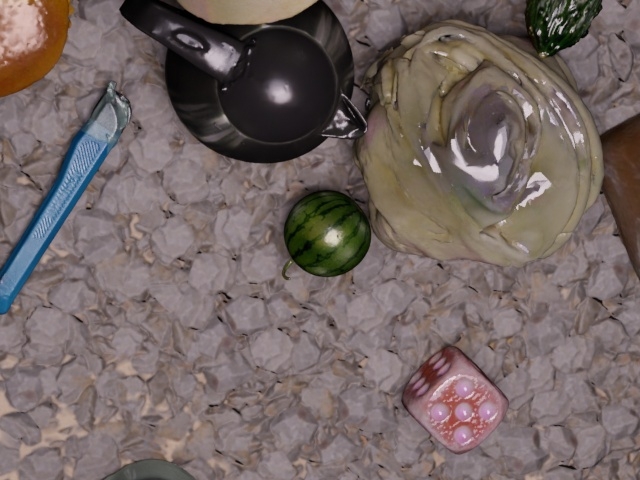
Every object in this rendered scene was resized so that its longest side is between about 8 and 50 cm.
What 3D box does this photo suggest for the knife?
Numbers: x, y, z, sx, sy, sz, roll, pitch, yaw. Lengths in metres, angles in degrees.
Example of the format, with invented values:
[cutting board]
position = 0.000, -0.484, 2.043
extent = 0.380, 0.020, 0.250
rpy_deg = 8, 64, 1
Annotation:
[knife]
position = -0.294, -0.044, 1.944
extent = 0.044, 0.026, 0.296
rpy_deg = 32, 97, -9

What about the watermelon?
[watermelon]
position = 0.004, -0.006, 1.958
extent = 0.109, 0.109, 0.109
rpy_deg = -1, 101, -8

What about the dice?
[dice]
position = 0.155, 0.185, 2.013
extent = 0.094, 0.093, 0.091
rpy_deg = -44, 103, 1

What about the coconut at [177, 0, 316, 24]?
[coconut]
position = -0.068, -0.338, 1.675
extent = 0.239, 0.244, 0.239
rpy_deg = -2, 71, 5

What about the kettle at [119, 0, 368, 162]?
[kettle]
position = -0.064, -0.189, 1.822
extent = 0.207, 0.271, 0.251
rpy_deg = -29, 104, -2

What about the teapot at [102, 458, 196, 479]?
[teapot]
position = -0.167, 0.346, 1.933
extent = 0.203, 0.225, 0.171
rpy_deg = 19, 100, -12

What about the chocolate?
[chocolate]
position = 0.428, -0.029, 2.017
extent = 0.157, 0.080, 0.254
rpy_deg = -27, 103, -2

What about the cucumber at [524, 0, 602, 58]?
[cucumber]
position = 0.314, -0.361, 1.910
extent = 0.096, 0.096, 0.359
rpy_deg = 23, 89, -11

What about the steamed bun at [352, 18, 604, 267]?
[steamed bun]
position = 0.183, -0.099, 1.907
extent = 0.280, 0.207, 0.268
rpy_deg = 8, 99, -11

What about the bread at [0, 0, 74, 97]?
[bread]
position = -0.404, -0.239, 1.825
extent = 0.288, 0.156, 0.204
rpy_deg = -11, 104, -7
